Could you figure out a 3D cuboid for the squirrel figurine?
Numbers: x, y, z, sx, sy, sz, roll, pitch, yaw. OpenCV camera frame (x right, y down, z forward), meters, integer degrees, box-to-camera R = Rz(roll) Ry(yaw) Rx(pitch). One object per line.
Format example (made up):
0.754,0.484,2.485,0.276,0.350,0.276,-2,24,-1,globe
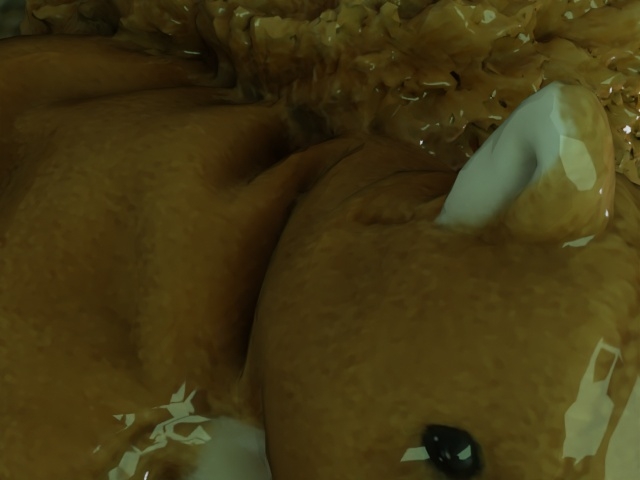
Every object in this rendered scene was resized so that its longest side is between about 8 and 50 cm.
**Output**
0.000,0.000,0.662,0.281,0.370,0.397,45,57,-31,squirrel figurine
